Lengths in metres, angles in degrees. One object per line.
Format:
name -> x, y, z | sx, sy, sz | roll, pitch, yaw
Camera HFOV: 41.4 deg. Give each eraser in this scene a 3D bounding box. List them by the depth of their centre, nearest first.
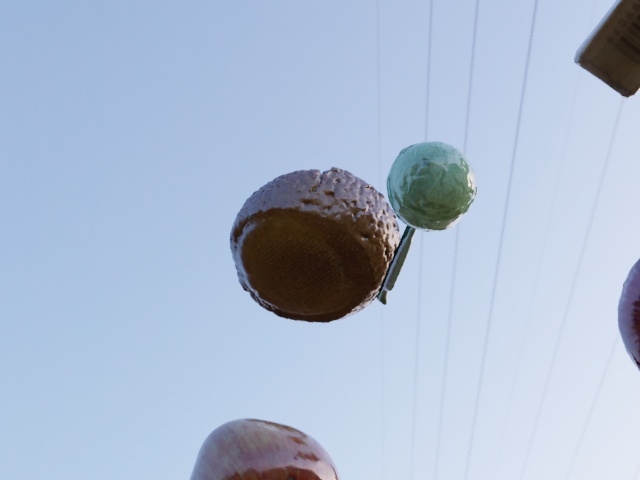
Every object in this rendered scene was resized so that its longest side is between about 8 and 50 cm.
eraser -> 0.412, -0.316, 0.919 | 0.078, 0.144, 0.343 | 37, -69, 3

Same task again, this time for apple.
apple -> -0.056, 0.240, 0.808 | 0.146, 0.131, 0.146 | -3, -79, -18

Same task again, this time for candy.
candy -> 0.128, -0.003, 1.255 | 0.119, 0.119, 0.440 | -7, -25, -10

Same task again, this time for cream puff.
cream puff -> 0.000, 0.000, 1.515 | 0.303, 0.212, 0.303 | 10, -57, 16

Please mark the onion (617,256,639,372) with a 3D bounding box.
onion -> 0.774, 0.146, 1.669 | 0.347, 0.347, 0.285 | -44, -21, 29
